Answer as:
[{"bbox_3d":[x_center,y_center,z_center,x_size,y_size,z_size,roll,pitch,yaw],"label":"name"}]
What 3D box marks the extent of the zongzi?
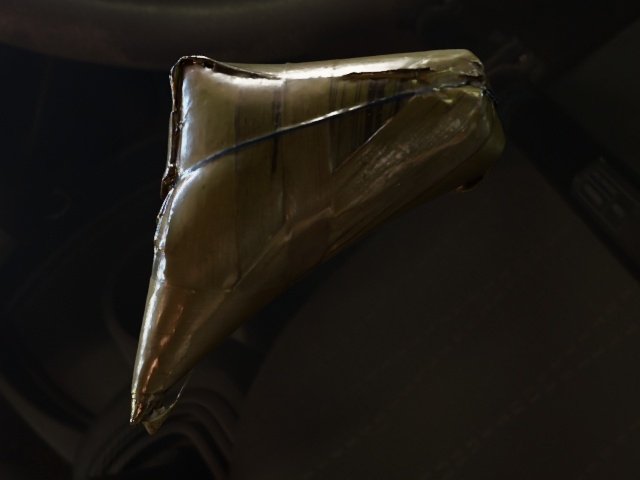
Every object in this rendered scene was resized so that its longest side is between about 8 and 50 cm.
[{"bbox_3d":[0.000,0.000,0.808,0.260,0.123,0.289,0,69,14],"label":"zongzi"}]
